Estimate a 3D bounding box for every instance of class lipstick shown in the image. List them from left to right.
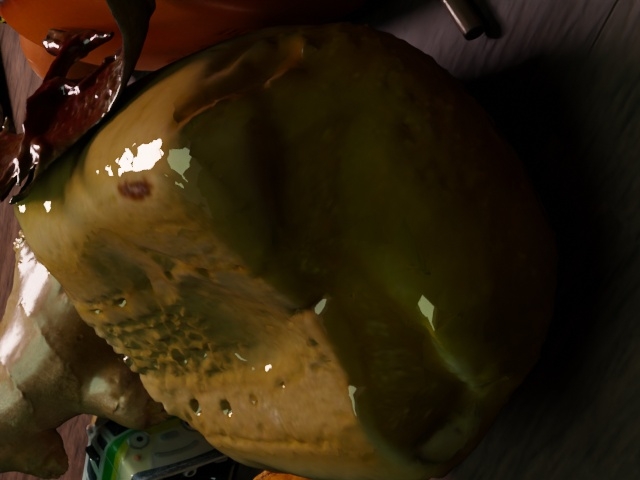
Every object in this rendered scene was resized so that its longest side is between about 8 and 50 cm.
[{"bbox_3d":[0.094,-0.191,1.156,0.094,0.019,0.019,62,147,24],"label":"lipstick"}]

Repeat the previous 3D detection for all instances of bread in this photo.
[{"bbox_3d":[0.000,0.000,1.165,0.361,0.250,0.394,50,152,-14],"label":"bread"}]

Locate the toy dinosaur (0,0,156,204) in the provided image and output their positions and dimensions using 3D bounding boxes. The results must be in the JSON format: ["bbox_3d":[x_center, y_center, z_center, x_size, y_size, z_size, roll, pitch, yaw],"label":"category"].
[{"bbox_3d":[-0.227,-0.110,1.142,0.327,0.113,0.206,0,59,61],"label":"toy dinosaur"}]

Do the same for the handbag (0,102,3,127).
[{"bbox_3d":[-0.544,-0.240,2.069,0.193,0.190,0.251,-162,59,-70],"label":"handbag"}]

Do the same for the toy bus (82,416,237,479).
[{"bbox_3d":[-0.196,0.298,1.736,0.165,0.133,0.276,50,140,35],"label":"toy bus"}]

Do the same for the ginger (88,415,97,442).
[{"bbox_3d":[-0.226,0.182,1.815,0.067,0.096,0.165,21,97,11],"label":"ginger"}]

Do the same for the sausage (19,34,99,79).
[{"bbox_3d":[-0.242,-0.254,1.595,0.133,0.133,0.258,62,147,23],"label":"sausage"}]

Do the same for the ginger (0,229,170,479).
[{"bbox_3d":[-0.257,0.133,1.646,0.375,0.236,0.166,-62,6,23],"label":"ginger"}]

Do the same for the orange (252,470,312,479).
[{"bbox_3d":[0.000,0.286,1.353,0.193,0.161,0.193,60,177,5],"label":"orange"}]

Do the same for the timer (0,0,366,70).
[{"bbox_3d":[-0.117,-0.230,1.264,0.257,0.250,0.161,-13,91,60],"label":"timer"}]

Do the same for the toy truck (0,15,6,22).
[{"bbox_3d":[-0.376,-0.302,1.873,0.049,0.054,0.083,1,103,60],"label":"toy truck"}]
